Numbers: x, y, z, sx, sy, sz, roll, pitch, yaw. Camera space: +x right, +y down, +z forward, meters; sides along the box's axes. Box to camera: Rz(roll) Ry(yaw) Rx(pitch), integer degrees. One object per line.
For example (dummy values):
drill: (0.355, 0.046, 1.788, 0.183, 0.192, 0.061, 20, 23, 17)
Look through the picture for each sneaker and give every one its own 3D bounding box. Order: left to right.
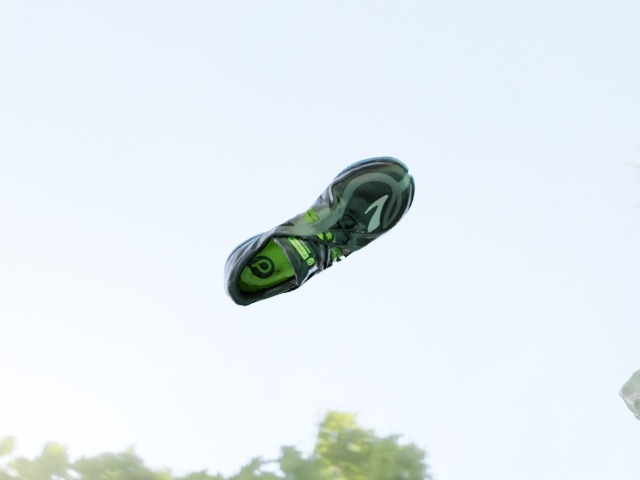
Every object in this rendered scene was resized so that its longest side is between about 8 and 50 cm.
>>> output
sneaker: (0.000, 0.000, 1.082, 0.188, 0.078, 0.067, -32, -74, 15)

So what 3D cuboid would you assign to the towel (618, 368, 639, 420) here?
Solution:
towel: (0.340, 0.101, 0.848, 0.282, 0.049, 0.187, -25, -121, -38)
